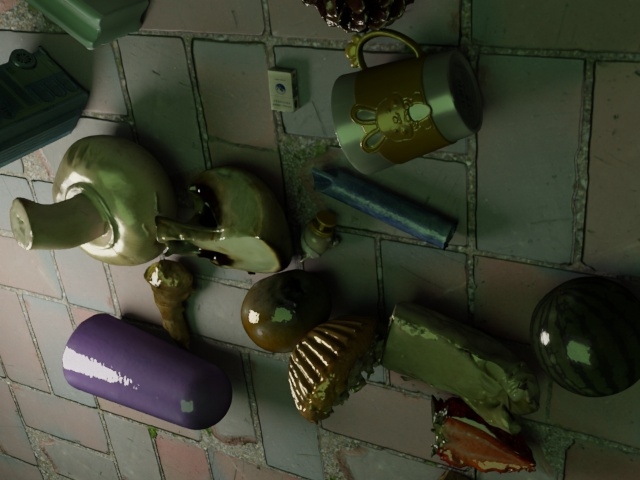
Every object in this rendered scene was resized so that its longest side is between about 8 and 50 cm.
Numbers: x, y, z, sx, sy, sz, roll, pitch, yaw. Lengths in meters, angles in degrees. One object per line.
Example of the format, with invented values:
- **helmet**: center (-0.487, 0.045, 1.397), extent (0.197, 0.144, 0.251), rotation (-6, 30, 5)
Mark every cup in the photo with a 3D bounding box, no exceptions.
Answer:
- **cup**: center (0.139, -0.250, 1.388), extent (0.226, 0.185, 0.241), rotation (-12, 109, 31)

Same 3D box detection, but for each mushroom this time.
- **mushroom**: center (-0.187, -0.034, 1.771), extent (0.291, 0.212, 0.217), rotation (-11, 157, 24)
- **mushroom**: center (-0.503, -0.092, 1.846), extent (0.355, 0.315, 0.315), rotation (7, 130, -13)

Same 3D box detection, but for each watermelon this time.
- **watermelon**: center (0.475, 0.170, 1.426), extent (0.212, 0.212, 0.212), rotation (16, 126, 23)

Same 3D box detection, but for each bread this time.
- **bread**: center (0.034, 0.259, 1.716), extent (0.149, 0.274, 0.274), rotation (36, 132, 17)

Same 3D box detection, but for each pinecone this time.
- **pinecone**: center (0.056, -0.437, 1.297), extent (0.221, 0.221, 0.222), rotation (16, 126, 23)

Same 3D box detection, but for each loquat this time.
- **loquat**: center (-0.073, 0.154, 1.780), extent (0.227, 0.179, 0.179), rotation (-29, 101, 42)

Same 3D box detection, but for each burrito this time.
- **burrito**: center (0.288, 0.244, 1.633), extent (0.331, 0.135, 0.190), rotation (26, 133, 14)

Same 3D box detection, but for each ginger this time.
- **ginger**: center (-0.362, 0.157, 2.028), extent (0.131, 0.086, 0.295), rotation (7, 131, 15)

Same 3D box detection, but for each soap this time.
- **soap**: center (-0.501, -0.508, 1.631), extent (0.265, 0.160, 0.088), rotation (38, 131, 7)

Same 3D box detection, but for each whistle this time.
- **whistle**: center (0.118, -0.072, 1.589), extent (0.304, 0.062, 0.062), rotation (26, 129, 16)

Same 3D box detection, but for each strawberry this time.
- **strawberry**: center (0.348, 0.404, 1.726), extent (0.228, 0.098, 0.175), rotation (4, 121, 27)

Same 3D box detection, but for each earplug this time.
- **earplug**: center (-0.427, 0.349, 2.073), extent (0.455, 0.215, 0.215), rotation (16, 126, 28)

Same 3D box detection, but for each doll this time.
- **doll**: center (0.000, 0.000, 1.707), extent (0.084, 0.073, 0.127), rotation (14, 130, -16)

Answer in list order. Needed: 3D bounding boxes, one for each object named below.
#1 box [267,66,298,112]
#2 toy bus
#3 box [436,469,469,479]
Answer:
- **box**: center (-0.073, -0.295, 1.590), extent (0.054, 0.024, 0.083), rotation (14, 126, 27)
- **toy bus**: center (-0.692, -0.285, 1.793), extent (0.190, 0.312, 0.152), rotation (44, 132, 3)
- **box**: center (0.295, 0.618, 1.889), extent (0.111, 0.111, 0.177), rotation (19, 127, 21)
